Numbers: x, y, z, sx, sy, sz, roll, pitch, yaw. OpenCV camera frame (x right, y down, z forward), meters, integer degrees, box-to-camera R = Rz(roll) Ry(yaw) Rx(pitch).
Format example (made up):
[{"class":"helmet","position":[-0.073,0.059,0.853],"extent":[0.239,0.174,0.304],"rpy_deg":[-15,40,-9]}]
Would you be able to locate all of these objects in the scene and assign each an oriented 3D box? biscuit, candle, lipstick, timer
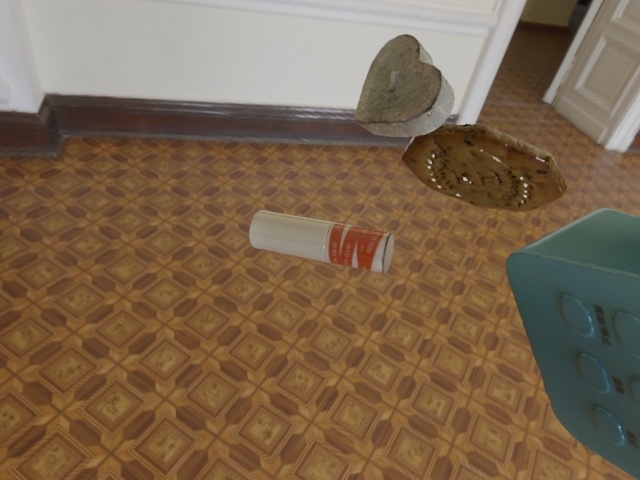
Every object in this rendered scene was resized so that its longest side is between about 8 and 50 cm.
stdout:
[{"class":"biscuit","position":[0.350,-0.150,1.030],"extent":[0.359,0.359,0.046],"rpy_deg":[22,78,10]},{"class":"candle","position":[0.136,-0.254,0.814],"extent":[0.068,0.168,0.192],"rpy_deg":[22,42,-44]},{"class":"lipstick","position":[0.000,0.000,0.431],"extent":[0.130,0.038,0.038],"rpy_deg":[10,38,18]},{"class":"timer","position":[0.265,0.110,0.336],"extent":[0.091,0.232,0.250],"rpy_deg":[-25,16,-4]}]
